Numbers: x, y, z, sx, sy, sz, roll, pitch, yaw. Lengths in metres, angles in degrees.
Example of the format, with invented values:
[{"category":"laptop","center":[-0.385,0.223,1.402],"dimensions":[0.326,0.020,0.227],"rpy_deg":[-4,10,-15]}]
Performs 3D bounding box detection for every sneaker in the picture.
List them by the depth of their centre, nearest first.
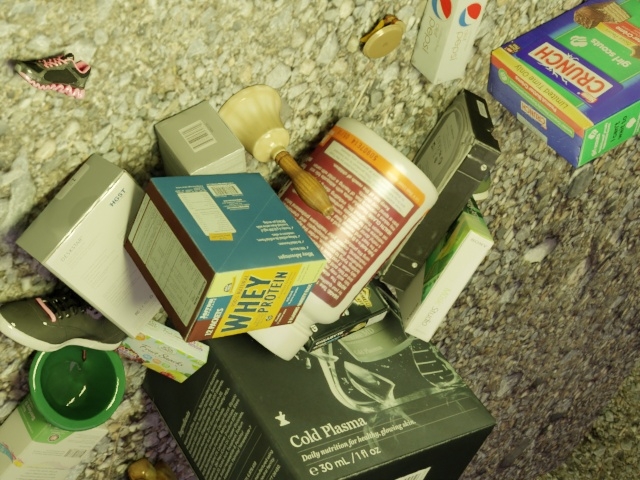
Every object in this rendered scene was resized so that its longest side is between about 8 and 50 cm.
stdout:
[{"category":"sneaker","center":[-0.351,-0.226,1.349],"dimensions":[0.057,0.047,0.119],"rpy_deg":[-57,152,16]},{"category":"sneaker","center":[-0.397,0.099,1.668],"dimensions":[0.147,0.104,0.295],"rpy_deg":[-50,153,15]},{"category":"sneaker","center":[0.278,-0.120,2.132],"dimensions":[0.192,0.064,0.086],"rpy_deg":[-13,127,-29]}]

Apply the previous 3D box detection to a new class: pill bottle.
[{"category":"pill bottle","center":[0.000,0.000,1.776],"dimensions":[0.392,0.224,0.224],"rpy_deg":[-50,149,-1]}]

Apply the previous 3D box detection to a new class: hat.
[{"category":"hat","center":[-0.465,0.258,1.865],"dimensions":[0.173,0.183,0.209],"rpy_deg":[-34,107,-30]}]

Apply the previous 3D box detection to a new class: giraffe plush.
[{"category":"giraffe plush","center":[-0.391,0.605,2.269],"dimensions":[0.170,0.181,0.210],"rpy_deg":[-34,133,14]}]

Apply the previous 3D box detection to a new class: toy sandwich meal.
[{"category":"toy sandwich meal","center":[0.102,-0.337,1.692],"dimensions":[0.085,0.029,0.085],"rpy_deg":[-27,158,-12]}]

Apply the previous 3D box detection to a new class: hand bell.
[{"category":"hand bell","center":[-0.055,-0.121,1.597],"dimensions":[0.126,0.242,0.126],"rpy_deg":[-27,148,-19]}]

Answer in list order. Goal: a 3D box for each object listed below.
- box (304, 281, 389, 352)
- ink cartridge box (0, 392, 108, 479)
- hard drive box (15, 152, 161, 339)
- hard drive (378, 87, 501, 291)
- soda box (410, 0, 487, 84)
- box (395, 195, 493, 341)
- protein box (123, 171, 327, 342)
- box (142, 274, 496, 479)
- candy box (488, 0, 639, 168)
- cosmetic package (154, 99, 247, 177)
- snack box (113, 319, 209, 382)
[{"category":"box","center":[-0.001,0.085,1.941],"dimensions":[0.175,0.220,0.051],"rpy_deg":[-21,153,-26]},{"category":"ink cartridge box","center":[-0.528,0.387,1.904],"dimensions":[0.212,0.093,0.154],"rpy_deg":[-49,147,13]},{"category":"hard drive box","center":[-0.313,0.012,1.559],"dimensions":[0.181,0.089,0.232],"rpy_deg":[-50,138,-12]},{"category":"hard drive","center":[0.212,-0.098,1.935],"dimensions":[0.064,0.237,0.339],"rpy_deg":[24,120,-13]},{"category":"soda box","center":[0.222,-0.373,1.723],"dimensions":[0.069,0.074,0.216],"rpy_deg":[-20,144,-28]},{"category":"box","center":[0.220,0.016,1.949],"dimensions":[0.058,0.322,0.232],"rpy_deg":[25,111,-15]},{"category":"protein box","center":[-0.140,0.018,1.487],"dimensions":[0.199,0.201,0.136],"rpy_deg":[-6,137,-41]},{"category":"box","center":[-0.010,0.322,1.995],"dimensions":[0.479,0.472,0.297],"rpy_deg":[-10,138,-39]},{"category":"candy box","center":[0.521,-0.314,1.927],"dimensions":[0.317,0.268,0.122],"rpy_deg":[-30,144,-15]},{"category":"cosmetic package","center":[-0.181,-0.086,1.624],"dimensions":[0.107,0.127,0.238],"rpy_deg":[-29,149,-16]},{"category":"snack box","center":[-0.283,0.194,1.819],"dimensions":[0.141,0.037,0.100],"rpy_deg":[28,137,-20]}]
